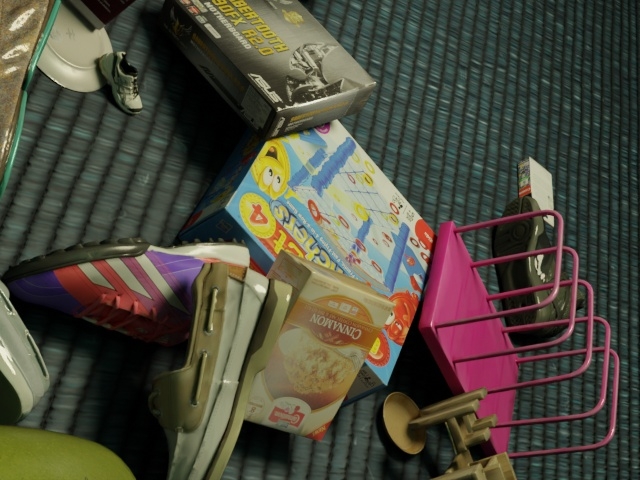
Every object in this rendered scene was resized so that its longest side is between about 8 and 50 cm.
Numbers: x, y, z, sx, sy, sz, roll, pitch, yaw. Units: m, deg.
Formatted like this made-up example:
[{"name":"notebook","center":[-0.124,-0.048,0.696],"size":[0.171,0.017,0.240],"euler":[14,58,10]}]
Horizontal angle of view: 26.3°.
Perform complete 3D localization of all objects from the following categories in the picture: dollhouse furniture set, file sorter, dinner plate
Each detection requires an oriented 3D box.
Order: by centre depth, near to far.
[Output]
[{"name":"dinner plate","center":[-0.296,-0.241,1.611],"size":[0.141,0.017,0.141],"euler":[28,47,-35]},{"name":"dollhouse furniture set","center":[0.152,0.325,1.697],"size":[0.242,0.161,0.212],"euler":[-18,88,-74]},{"name":"file sorter","center":[0.281,0.131,1.851],"size":[0.291,0.182,0.202],"euler":[61,30,-35]}]

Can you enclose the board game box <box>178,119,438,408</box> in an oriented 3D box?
[{"name":"board game box","center":[0.000,0.000,1.748],"size":[0.308,0.086,0.302],"euler":[48,37,-18]}]

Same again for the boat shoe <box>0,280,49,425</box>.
[{"name":"boat shoe","center":[-0.336,0.067,1.312],"size":[0.228,0.079,0.081],"euler":[61,26,-8]}]

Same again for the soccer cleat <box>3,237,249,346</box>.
[{"name":"soccer cleat","center":[-0.193,0.060,1.466],"size":[0.318,0.108,0.116],"euler":[0,81,-49]}]

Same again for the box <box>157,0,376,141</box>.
[{"name":"box","center":[-0.068,-0.239,1.751],"size":[0.183,0.056,0.231],"euler":[-21,61,-41]}]

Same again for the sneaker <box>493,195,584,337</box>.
[{"name":"sneaker","center":[0.342,0.048,2.138],"size":[0.130,0.087,0.228],"euler":[21,55,-44]}]

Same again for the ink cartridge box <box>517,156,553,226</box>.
[{"name":"ink cartridge box","center":[0.360,-0.077,2.289],"size":[0.063,0.029,0.115],"euler":[33,45,-34]}]

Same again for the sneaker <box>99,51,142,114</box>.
[{"name":"sneaker","center":[-0.229,-0.186,1.626],"size":[0.083,0.037,0.032],"euler":[61,31,-30]}]

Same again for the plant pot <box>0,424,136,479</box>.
[{"name":"plant pot","center":[-0.271,0.260,1.128],"size":[0.275,0.274,0.293],"euler":[63,20,3]}]

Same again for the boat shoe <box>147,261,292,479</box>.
[{"name":"boat shoe","center":[-0.129,0.168,1.427],"size":[0.103,0.113,0.302],"euler":[22,72,-7]}]

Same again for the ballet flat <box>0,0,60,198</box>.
[{"name":"ballet flat","center":[-0.355,-0.160,1.432],"size":[0.106,0.107,0.316],"euler":[20,44,-17]}]

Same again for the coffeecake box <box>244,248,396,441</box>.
[{"name":"coffeecake box","center":[-0.022,0.122,1.559],"size":[0.142,0.185,0.068],"euler":[22,9,-42]}]

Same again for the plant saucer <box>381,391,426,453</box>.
[{"name":"plant saucer","center":[0.105,0.239,1.776],"size":[0.083,0.015,0.083],"euler":[29,46,-36]}]

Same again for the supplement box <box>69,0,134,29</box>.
[{"name":"supplement box","center":[-0.190,-0.365,1.617],"size":[0.073,0.239,0.130],"euler":[45,29,-21]}]
